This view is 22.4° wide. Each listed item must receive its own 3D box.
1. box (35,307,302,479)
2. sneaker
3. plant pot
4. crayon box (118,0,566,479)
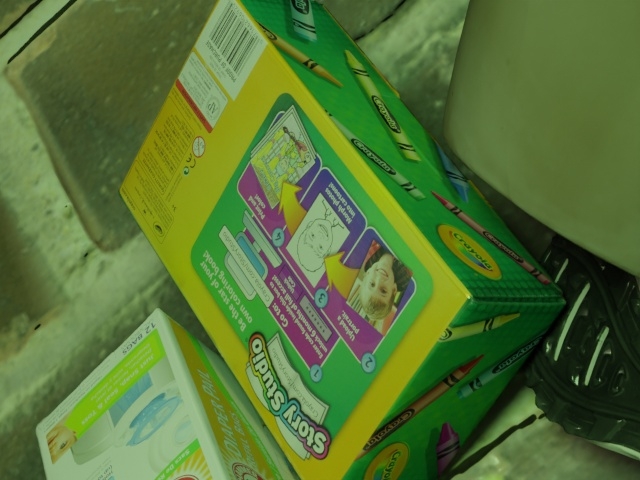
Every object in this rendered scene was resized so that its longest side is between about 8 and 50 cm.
[{"bbox_3d":[-0.075,0.150,0.910,0.114,0.103,0.203,-44,31,8],"label":"box"},{"bbox_3d":[0.198,0.077,0.837,0.271,0.108,0.100,44,119,50],"label":"sneaker"},{"bbox_3d":[0.205,-0.130,0.806,0.323,0.323,0.280,40,109,36],"label":"plant pot"},{"bbox_3d":[0.000,0.000,0.949,0.278,0.081,0.165,54,126,34],"label":"crayon box"}]
